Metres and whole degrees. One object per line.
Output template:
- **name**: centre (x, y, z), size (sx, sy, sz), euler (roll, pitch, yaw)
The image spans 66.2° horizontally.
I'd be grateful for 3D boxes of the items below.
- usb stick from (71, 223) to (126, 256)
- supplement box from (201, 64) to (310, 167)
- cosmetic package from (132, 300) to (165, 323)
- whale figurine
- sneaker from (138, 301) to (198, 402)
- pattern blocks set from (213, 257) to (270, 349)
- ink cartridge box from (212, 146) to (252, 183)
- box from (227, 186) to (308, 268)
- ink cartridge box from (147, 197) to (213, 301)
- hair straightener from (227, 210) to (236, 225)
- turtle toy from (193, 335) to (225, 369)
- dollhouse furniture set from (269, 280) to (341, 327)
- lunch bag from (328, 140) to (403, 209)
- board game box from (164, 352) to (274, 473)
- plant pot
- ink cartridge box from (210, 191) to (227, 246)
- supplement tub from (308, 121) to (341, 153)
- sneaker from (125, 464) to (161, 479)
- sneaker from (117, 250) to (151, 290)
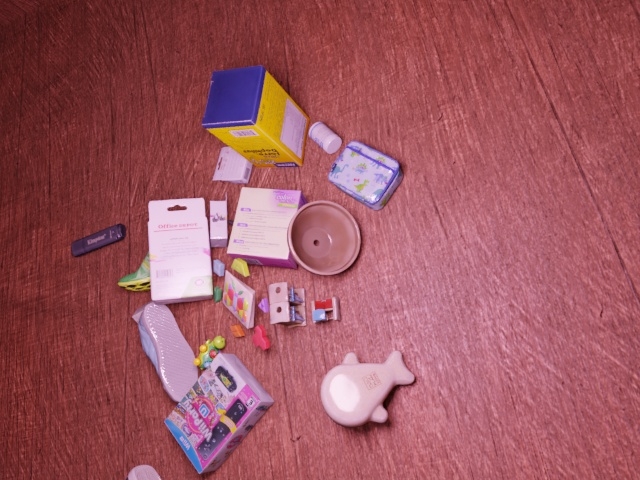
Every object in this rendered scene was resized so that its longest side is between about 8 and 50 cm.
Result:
- **usb stick**: centre (-0.935, 0.000, 2.063), size (0.278, 0.045, 0.077), euler (-18, 68, 19)
- **supplement box**: centre (-0.207, -0.403, 1.671), size (0.195, 0.356, 0.194), euler (2, 76, 25)
- **cosmetic package**: centre (-0.642, 0.261, 1.841), size (0.115, 0.060, 0.041), euler (-28, 110, 15)
- **whale figurine**: centre (0.133, 0.427, 1.423), size (0.272, 0.141, 0.216), euler (-26, 64, -11)
- **sneaker**: centre (-0.546, 0.406, 1.744), size (0.150, 0.135, 0.366), euler (-43, 64, 46)
- **pattern blocks set**: centre (-0.272, 0.198, 1.628), size (0.325, 0.026, 0.285), euler (16, 112, 47)
- **ink cartridge box**: centre (-0.330, -0.290, 1.886), size (0.179, 0.045, 0.145), euler (4, 77, 44)
- **box**: centre (-0.173, -0.042, 1.656), size (0.213, 0.117, 0.243), euler (4, 72, 15)
- **ink cartridge box**: centre (-0.495, 0.037, 1.742), size (0.207, 0.119, 0.353), euler (-4, 77, -11)
- **hair straightener**: centre (-0.247, -0.019, 1.757), size (0.230, 0.047, 0.089), euler (31, 80, 23)
- **turtle toy**: centre (-0.374, 0.383, 1.677), size (0.066, 0.095, 0.130), euler (25, 87, 7)
- **dollhouse furniture set**: centre (-0.049, 0.196, 1.554), size (0.184, 0.129, 0.129), euler (-12, 70, 22)
- **lunch bag**: centre (0.148, -0.219, 1.610), size (0.219, 0.090, 0.176), euler (35, 89, 27)
- **board game box**: centre (-0.333, 0.557, 1.599), size (0.224, 0.097, 0.303), euler (41, 95, 28)
- **plant pot**: centre (0.000, 0.000, 1.573), size (0.237, 0.110, 0.237), euler (4, 77, -17)
- **ink cartridge box**: centre (-0.371, -0.076, 1.787), size (0.061, 0.104, 0.181), euler (0, 71, -12)
- **supplement tub**: centre (0.016, -0.361, 1.720), size (0.071, 0.071, 0.107), euler (-46, 61, 6)
- **sneaker**: centre (-0.540, 0.911, 1.582), size (0.148, 0.131, 0.350), euler (-52, 56, 11)
- **sneaker**: centre (-0.631, 0.103, 1.867), size (0.295, 0.109, 0.123), euler (-26, 64, 6)
